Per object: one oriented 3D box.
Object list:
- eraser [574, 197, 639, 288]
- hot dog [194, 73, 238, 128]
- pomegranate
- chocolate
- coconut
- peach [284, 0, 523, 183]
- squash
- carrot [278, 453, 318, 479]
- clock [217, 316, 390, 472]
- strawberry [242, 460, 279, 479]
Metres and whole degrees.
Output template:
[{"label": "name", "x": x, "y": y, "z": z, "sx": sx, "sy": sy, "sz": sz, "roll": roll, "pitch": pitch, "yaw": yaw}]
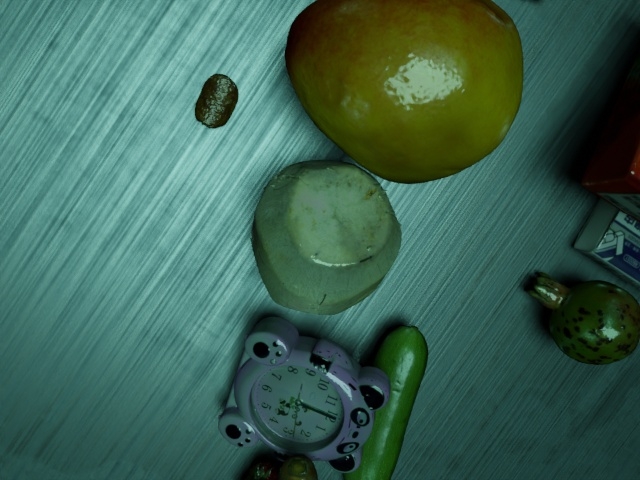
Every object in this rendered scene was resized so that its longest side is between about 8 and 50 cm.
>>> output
[{"label": "eraser", "x": 0.598, "y": 0.014, "z": 0.989, "sx": 0.210, "sy": 0.068, "sz": 0.125, "roll": 29, "pitch": 90, "yaw": -15}, {"label": "hot dog", "x": -0.160, "y": -0.214, "z": 0.812, "sx": 0.058, "sy": 0.035, "sz": 0.083, "roll": 24, "pitch": 95, "yaw": -15}, {"label": "pomegranate", "x": 0.477, "y": 0.134, "z": 0.952, "sx": 0.205, "sy": 0.159, "sz": 0.159, "roll": 34, "pitch": 93, "yaw": 13}, {"label": "chocolate", "x": 0.654, "y": -0.161, "z": 0.879, "sx": 0.360, "sy": 0.161, "sz": 0.341, "roll": 29, "pitch": 82, "yaw": -9}, {"label": "coconut", "x": 0.002, "y": -0.001, "z": 0.799, "sx": 0.227, "sy": 0.230, "sz": 0.227, "roll": 4, "pitch": 71, "yaw": -12}, {"label": "peach", "x": 0.118, "y": -0.227, "z": 0.726, "sx": 0.289, "sy": 0.289, "sz": 0.308, "roll": -49, "pitch": 123, "yaw": 1}, {"label": "squash", "x": 0.106, "y": 0.328, "z": 0.937, "sx": 0.101, "sy": 0.101, "sz": 0.379, "roll": 12, "pitch": 100, "yaw": -13}, {"label": "carrot", "x": -0.025, "y": 0.471, "z": 0.904, "sx": 0.070, "sy": 0.070, "sz": 0.342, "roll": -14, "pitch": 130, "yaw": -8}, {"label": "clock", "x": -0.026, "y": 0.261, "z": 0.865, "sx": 0.247, "sy": 0.090, "sz": 0.228, "roll": 21, "pitch": 108, "yaw": 4}, {"label": "strawberry", "x": -0.096, "y": 0.446, "z": 0.921, "sx": 0.106, "sy": 0.106, "sz": 0.106, "roll": -2, "pitch": 101, "yaw": -11}]
